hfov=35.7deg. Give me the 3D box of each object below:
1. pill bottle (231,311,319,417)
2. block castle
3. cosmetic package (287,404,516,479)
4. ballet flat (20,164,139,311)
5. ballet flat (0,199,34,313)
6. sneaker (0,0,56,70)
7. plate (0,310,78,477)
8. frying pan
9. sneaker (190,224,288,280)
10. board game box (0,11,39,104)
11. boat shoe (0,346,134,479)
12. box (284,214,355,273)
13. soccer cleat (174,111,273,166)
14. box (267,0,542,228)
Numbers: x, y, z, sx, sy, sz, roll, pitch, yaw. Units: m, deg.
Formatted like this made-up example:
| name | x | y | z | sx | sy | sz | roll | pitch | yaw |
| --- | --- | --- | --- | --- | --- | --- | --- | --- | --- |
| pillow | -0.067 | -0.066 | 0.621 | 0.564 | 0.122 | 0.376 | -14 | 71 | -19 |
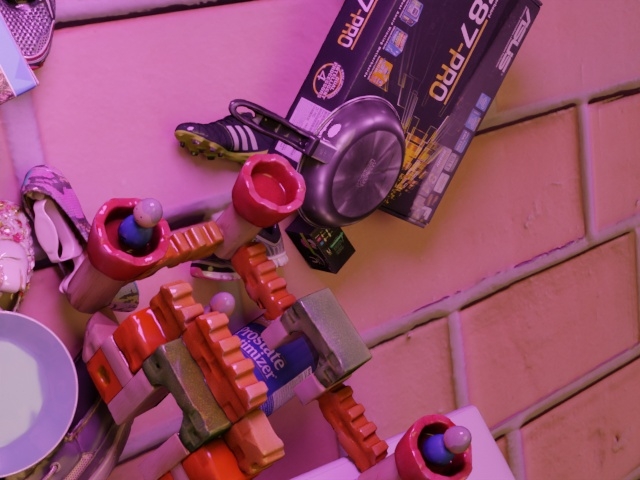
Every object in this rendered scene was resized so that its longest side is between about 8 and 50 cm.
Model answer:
| name | x | y | z | sx | sy | sz | roll | pitch | yaw |
| --- | --- | --- | --- | --- | --- | --- | --- | --- | --- |
| pill bottle | -0.075 | 0.171 | 1.390 | 0.219 | 0.123 | 0.123 | -34 | 117 | -33 |
| block castle | -0.058 | 0.134 | 1.118 | 0.303 | 0.213 | 0.453 | -21 | 74 | -41 |
| cosmetic package | 0.066 | 0.472 | 1.341 | 0.393 | 0.329 | 0.327 | -13 | 68 | -38 |
| ballet flat | -0.298 | 0.015 | 1.198 | 0.221 | 0.077 | 0.079 | 64 | 24 | -24 |
| ballet flat | -0.375 | 0.073 | 1.145 | 0.091 | 0.077 | 0.241 | 16 | 85 | -39 |
| sneaker | -0.343 | -0.336 | 1.094 | 0.121 | 0.112 | 0.299 | -11 | 104 | -39 |
| plate | -0.364 | 0.169 | 1.099 | 0.188 | 0.024 | 0.188 | -1 | 94 | -22 |
| frying pan | 0.025 | -0.132 | 1.292 | 0.197 | 0.053 | 0.326 | -47 | 143 | -10 |
| sneaker | -0.114 | 0.010 | 1.375 | 0.170 | 0.063 | 0.075 | -14 | 106 | -44 |
| board game box | -0.467 | -0.193 | 0.954 | 0.291 | 0.141 | 0.232 | -32 | 117 | -22 |
| boat shoe | -0.337 | 0.262 | 1.169 | 0.130 | 0.132 | 0.355 | 39 | 69 | -38 |
| box | 0.000 | 0.000 | 1.470 | 0.052 | 0.062 | 0.083 | -50 | 124 | -23 |
| soccer cleat | -0.126 | -0.144 | 1.350 | 0.179 | 0.060 | 0.072 | 12 | 78 | -48 |
| box | 0.130 | -0.238 | 1.436 | 0.318 | 0.097 | 0.395 | 20 | 100 | -53 |
